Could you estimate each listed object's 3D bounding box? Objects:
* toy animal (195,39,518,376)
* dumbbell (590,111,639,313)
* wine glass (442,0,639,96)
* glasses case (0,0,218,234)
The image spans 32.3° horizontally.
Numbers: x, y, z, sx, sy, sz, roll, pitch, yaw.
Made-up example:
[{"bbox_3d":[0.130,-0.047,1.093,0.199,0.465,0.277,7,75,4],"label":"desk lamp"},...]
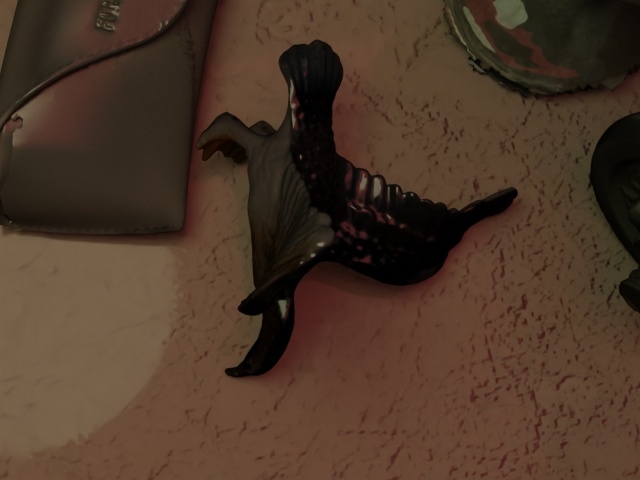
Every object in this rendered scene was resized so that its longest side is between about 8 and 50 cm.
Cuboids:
[{"bbox_3d":[-0.011,-0.008,0.672,0.273,0.197,0.160,-3,57,-50],"label":"toy animal"},{"bbox_3d":[0.338,-0.094,0.690,0.406,0.179,0.179,-41,88,-11],"label":"dumbbell"},{"bbox_3d":[0.187,-0.199,0.599,0.191,0.357,0.190,1,81,-4],"label":"wine glass"},{"bbox_3d":[-0.120,-0.152,0.689,0.128,0.083,0.308,12,80,-4],"label":"glasses case"}]
